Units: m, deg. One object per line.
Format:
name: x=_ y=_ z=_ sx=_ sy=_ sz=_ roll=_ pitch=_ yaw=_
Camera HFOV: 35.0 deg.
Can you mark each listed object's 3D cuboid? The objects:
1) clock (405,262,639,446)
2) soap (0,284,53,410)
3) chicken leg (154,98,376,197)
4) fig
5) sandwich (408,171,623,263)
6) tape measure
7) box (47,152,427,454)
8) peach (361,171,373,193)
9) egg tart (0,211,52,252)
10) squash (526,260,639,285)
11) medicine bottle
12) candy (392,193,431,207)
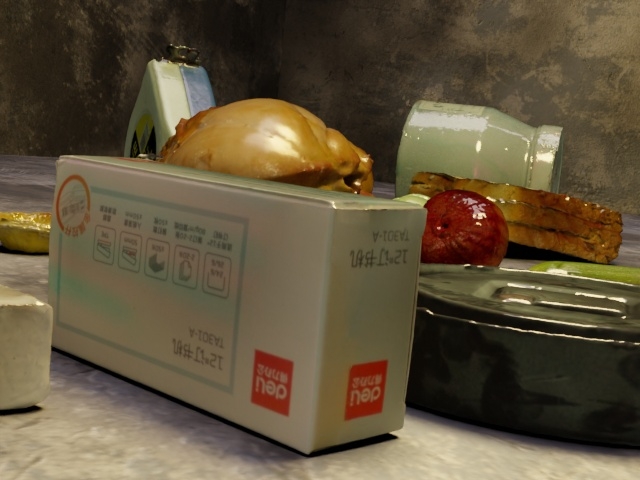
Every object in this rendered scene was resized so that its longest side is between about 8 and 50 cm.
clock: x=0.168 y=0.069 z=0.724 sx=0.318 sy=0.066 sz=0.319 roll=5 pitch=7 yaw=-1
soap: x=-0.247 y=0.050 z=0.527 sx=0.183 sy=0.064 sz=0.121 roll=1 pitch=7 yaw=-39
chicken leg: x=-0.079 y=-0.014 z=1.028 sx=0.295 sy=0.182 sz=0.409 roll=12 pitch=-15 yaw=-37
fig: x=0.166 y=0.013 z=1.216 sx=0.119 sy=0.153 sz=0.119 roll=-4 pitch=46 yaw=4
sandwich: x=0.302 y=-0.043 z=1.651 sx=0.271 sy=0.099 sz=0.301 roll=9 pitch=6 yaw=-19
tape measure: x=-0.179 y=-0.058 z=1.315 sx=0.097 sy=0.215 sz=0.351 roll=5 pitch=50 yaw=-24
box: x=-0.065 y=0.022 z=0.613 sx=0.269 sy=0.135 sz=0.079 roll=11 pitch=8 yaw=44
peach: x=-0.025 y=-0.105 z=1.831 sx=0.251 sy=0.153 sz=0.251 roll=-11 pitch=4 yaw=1
egg tart: x=-0.317 y=-0.009 z=1.118 sx=0.105 sy=0.039 sz=0.105 roll=6 pitch=6 yaw=-1
squash: x=0.296 y=0.056 z=0.973 sx=0.228 sy=0.066 sz=0.066 roll=6 pitch=6 yaw=-12
medicine bottle: x=0.310 y=-0.135 z=1.946 sx=0.289 sy=0.245 sz=0.245 roll=10 pitch=7 yaw=17
candy: x=0.155 y=-0.015 z=1.542 sx=0.092 sy=0.093 sz=0.335 roll=51 pitch=7 yaw=11
